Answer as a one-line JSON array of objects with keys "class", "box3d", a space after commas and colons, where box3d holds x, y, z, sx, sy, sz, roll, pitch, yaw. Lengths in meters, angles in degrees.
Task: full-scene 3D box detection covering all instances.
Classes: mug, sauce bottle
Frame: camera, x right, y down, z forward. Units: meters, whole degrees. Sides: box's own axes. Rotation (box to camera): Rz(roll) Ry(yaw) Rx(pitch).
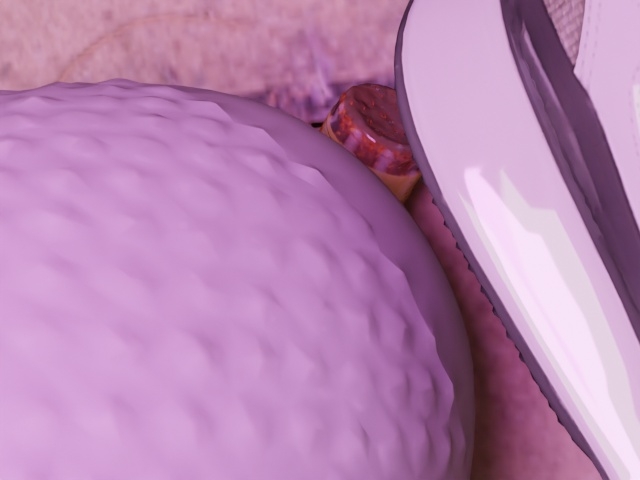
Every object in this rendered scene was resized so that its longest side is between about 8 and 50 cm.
[{"class": "mug", "box3d": [-0.147, 0.079, 0.579, 0.374, 0.328, 0.276, 22, 129, 29]}, {"class": "sauce bottle", "box3d": [0.000, 0.000, 0.674, 0.042, 0.042, 0.128, 43, 127, 19]}]

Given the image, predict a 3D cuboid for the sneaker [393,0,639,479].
[{"class": "sneaker", "box3d": [0.208, 0.052, 0.441, 0.257, 0.169, 0.447, -40, 75, 45]}]
